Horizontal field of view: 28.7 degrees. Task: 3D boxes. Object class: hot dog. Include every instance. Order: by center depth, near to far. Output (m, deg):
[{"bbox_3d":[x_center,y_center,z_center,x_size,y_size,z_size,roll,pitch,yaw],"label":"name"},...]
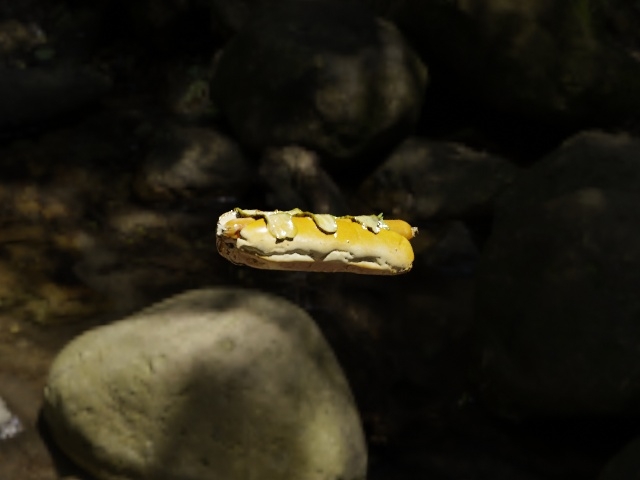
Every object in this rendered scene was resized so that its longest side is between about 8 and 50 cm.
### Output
[{"bbox_3d":[0.000,0.000,1.414,0.270,0.072,0.109,2,6,-34],"label":"hot dog"}]
